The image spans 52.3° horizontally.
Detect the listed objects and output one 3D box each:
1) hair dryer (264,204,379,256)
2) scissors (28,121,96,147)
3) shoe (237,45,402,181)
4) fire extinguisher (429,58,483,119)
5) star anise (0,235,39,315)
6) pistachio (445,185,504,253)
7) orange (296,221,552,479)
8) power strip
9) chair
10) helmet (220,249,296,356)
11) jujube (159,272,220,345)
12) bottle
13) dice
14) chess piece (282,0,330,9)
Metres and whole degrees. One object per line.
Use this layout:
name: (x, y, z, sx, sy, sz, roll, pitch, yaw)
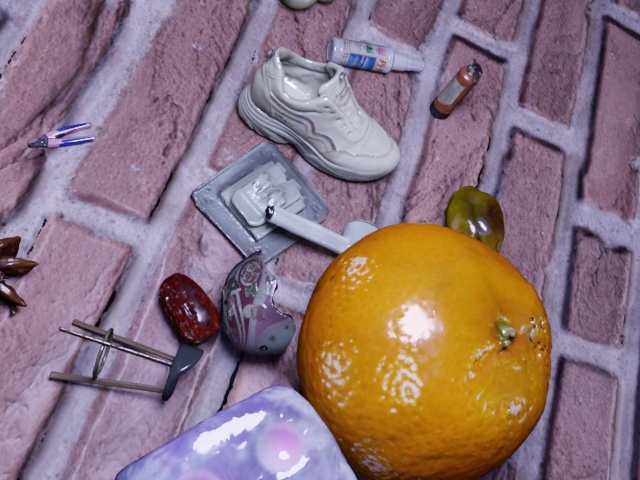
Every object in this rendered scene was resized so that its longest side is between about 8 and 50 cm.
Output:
hair dryer: (0.000, 0.000, 1.184, 0.236, 0.073, 0.131, 27, 63, -25)
scissors: (-0.461, -0.185, 1.163, 0.113, 0.012, 0.039, -16, 75, -23)
shoe: (0.017, -0.241, 1.235, 0.342, 0.210, 0.132, 26, 63, -8)
fire extinguisher: (0.293, -0.320, 1.379, 0.050, 0.177, 0.062, 13, 64, -14)
star anise: (-0.531, 0.051, 1.020, 0.168, 0.057, 0.168, 7, 68, -17)
pistachio: (0.306, -0.033, 1.310, 0.110, 0.100, 0.189, 10, 67, -18)
orange: (0.171, 0.177, 1.029, 0.424, 0.326, 0.424, 9, 75, -36)
power strip: (-0.102, -0.078, 1.213, 0.198, 0.064, 0.213, 46, 63, 6)
chair: (-0.303, 0.193, 1.026, 0.221, 0.104, 0.095, 14, 91, -8)
helmet: (-0.117, 0.115, 1.087, 0.107, 0.153, 0.177, -20, 77, -12)
jujube: (-0.220, 0.112, 1.094, 0.077, 0.077, 0.129, -27, 70, -26)
bottle: (0.123, -0.398, 1.419, 0.217, 0.060, 0.060, 4, 68, -16)
dice: (-0.110, 0.378, 0.909, 0.271, 0.270, 0.270, -25, 79, -25)
chess piece: (0.020, -0.586, 1.422, 0.251, 0.144, 0.144, -27, 79, -21)
